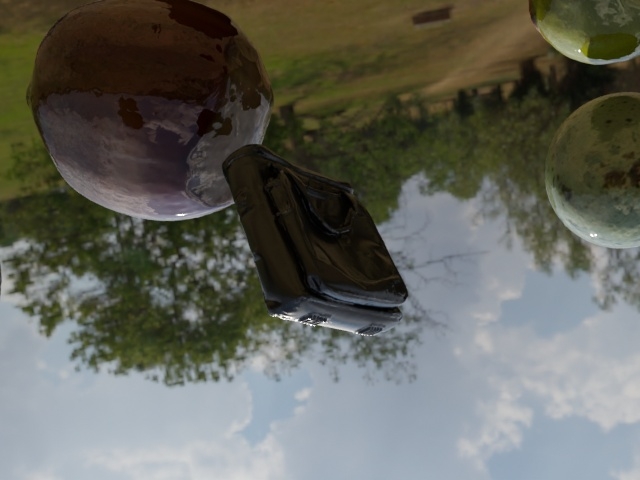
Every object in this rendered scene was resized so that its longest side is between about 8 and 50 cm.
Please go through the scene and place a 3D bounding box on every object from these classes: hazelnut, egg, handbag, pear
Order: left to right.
[{"bbox_3d":[-0.246,-0.199,1.364,0.366,0.365,0.366,-9,-171,1],"label":"hazelnut"},{"bbox_3d":[0.000,0.000,1.177,0.088,0.244,0.275,-34,154,26],"label":"handbag"},{"bbox_3d":[0.547,-0.464,1.707,0.287,0.287,0.375,-4,169,30],"label":"pear"},{"bbox_3d":[0.568,-0.129,1.698,0.288,0.287,0.379,-7,-159,17],"label":"egg"}]

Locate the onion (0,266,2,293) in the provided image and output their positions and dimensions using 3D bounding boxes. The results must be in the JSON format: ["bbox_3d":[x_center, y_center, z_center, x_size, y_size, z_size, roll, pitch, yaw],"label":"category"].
[{"bbox_3d":[-0.406,0.019,0.994,0.151,0.206,0.098,5,-150,21],"label":"onion"}]
